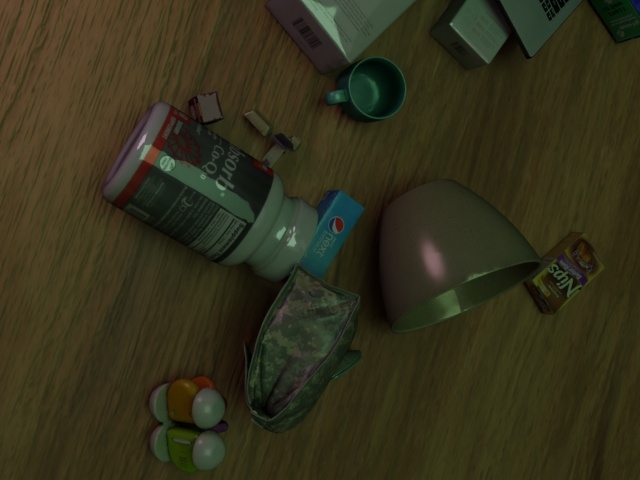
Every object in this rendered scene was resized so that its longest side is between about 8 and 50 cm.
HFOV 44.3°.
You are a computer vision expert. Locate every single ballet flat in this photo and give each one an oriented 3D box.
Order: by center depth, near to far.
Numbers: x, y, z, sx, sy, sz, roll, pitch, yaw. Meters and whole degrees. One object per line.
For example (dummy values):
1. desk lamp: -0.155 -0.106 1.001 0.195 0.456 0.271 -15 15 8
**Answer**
1. ballet flat: -0.009 0.274 1.628 0.213 0.072 0.068 -35 99 -17

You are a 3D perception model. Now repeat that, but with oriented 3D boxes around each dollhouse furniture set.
1. dollhouse furniture set: -0.114 -0.206 1.604 0.114 0.091 0.081 47 117 6

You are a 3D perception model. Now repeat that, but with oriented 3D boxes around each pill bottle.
1. pill bottle: -0.199 -0.080 1.466 0.363 0.210 0.210 31 80 -20

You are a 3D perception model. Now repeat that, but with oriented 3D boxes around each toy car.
1. toy car: -0.237 0.350 1.515 0.136 0.159 0.182 -3 93 -58

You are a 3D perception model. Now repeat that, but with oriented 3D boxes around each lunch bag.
1. lunch bag: -0.053 0.224 1.488 0.169 0.235 0.287 26 74 10

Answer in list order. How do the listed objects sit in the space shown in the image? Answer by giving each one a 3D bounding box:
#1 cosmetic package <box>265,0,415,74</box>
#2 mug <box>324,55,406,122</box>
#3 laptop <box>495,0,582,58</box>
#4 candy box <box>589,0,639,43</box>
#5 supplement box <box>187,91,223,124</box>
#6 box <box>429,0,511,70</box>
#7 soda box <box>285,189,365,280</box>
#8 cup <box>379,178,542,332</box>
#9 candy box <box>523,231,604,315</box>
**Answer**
1. cosmetic package: 0.095 -0.534 1.598 0.365 0.155 0.197 -45 107 -15
2. mug: 0.087 -0.315 1.633 0.157 0.097 0.129 19 85 -20
3. laptop: 0.534 -0.667 1.634 0.408 0.236 0.382 -47 115 -25
4. candy box: 0.740 -0.683 1.869 0.268 0.122 0.317 -45 105 -15
5. supplement box: -0.222 -0.252 1.518 0.043 0.083 0.055 -15 96 -21
6. box: 0.350 -0.486 1.735 0.130 0.091 0.170 40 78 -18
7. soda box: 0.000 0.000 1.624 0.071 0.067 0.210 36 79 -19
8. cup: 0.250 0.016 1.621 0.331 0.331 0.237 -17 71 -20
9. candy box: 0.576 0.078 1.865 0.186 0.053 0.109 -38 105 -15
